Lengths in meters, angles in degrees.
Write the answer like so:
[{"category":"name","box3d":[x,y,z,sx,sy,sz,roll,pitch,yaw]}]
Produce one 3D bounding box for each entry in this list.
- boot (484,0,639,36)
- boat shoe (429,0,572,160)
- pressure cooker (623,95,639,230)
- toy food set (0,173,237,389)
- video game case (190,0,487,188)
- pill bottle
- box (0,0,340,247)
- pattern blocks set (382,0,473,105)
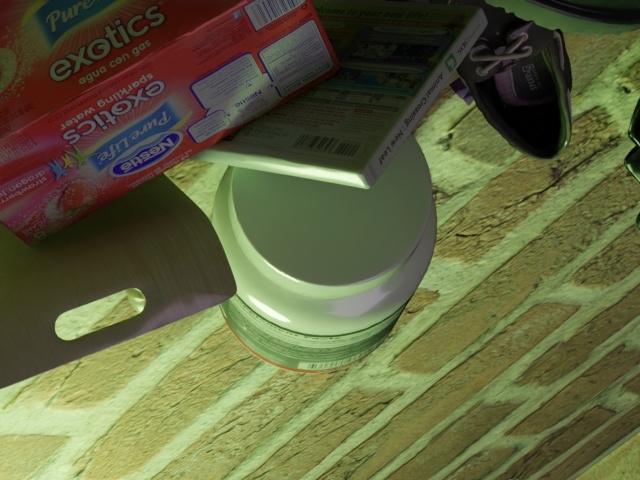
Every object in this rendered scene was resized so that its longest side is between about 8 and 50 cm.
[{"category":"boot","box3d":[0.228,-0.259,0.794,0.367,0.146,0.445,1,170,-27]},{"category":"boat shoe","box3d":[0.195,-0.173,1.351,0.112,0.095,0.335,-20,158,15]},{"category":"pressure cooker","box3d":[0.590,-0.108,1.603,0.370,0.420,0.375,-43,179,-18]},{"category":"toy food set","box3d":[-0.219,0.024,1.189,0.219,0.306,0.092,-21,113,-15]},{"category":"video game case","box3d":[0.005,-0.129,1.131,0.193,0.212,0.023,-54,134,-26]},{"category":"pill bottle","box3d":[0.000,0.000,1.318,0.210,0.210,0.363,-25,168,-10]},{"category":"box","box3d":[-0.155,-0.146,1.081,0.300,0.142,0.154,-30,153,2]},{"category":"pattern blocks set","box3d":[0.057,-0.165,1.382,0.285,0.026,0.325,-43,150,24]}]
